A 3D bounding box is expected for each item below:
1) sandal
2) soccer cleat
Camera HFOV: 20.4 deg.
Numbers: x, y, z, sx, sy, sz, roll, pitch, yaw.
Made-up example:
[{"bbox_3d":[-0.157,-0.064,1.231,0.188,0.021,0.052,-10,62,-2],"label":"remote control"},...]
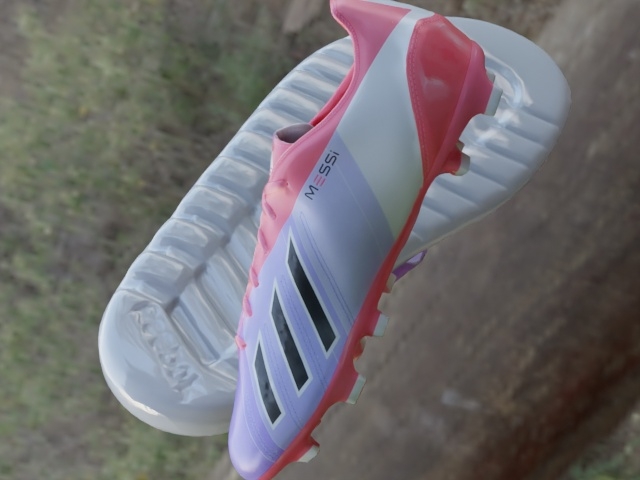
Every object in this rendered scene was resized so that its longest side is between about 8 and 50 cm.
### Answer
[{"bbox_3d":[0.003,-0.018,1.190,0.169,0.416,0.102,41,148,16],"label":"sandal"},{"bbox_3d":[0.000,0.000,0.867,0.248,0.095,0.083,-63,5,13],"label":"soccer cleat"}]
